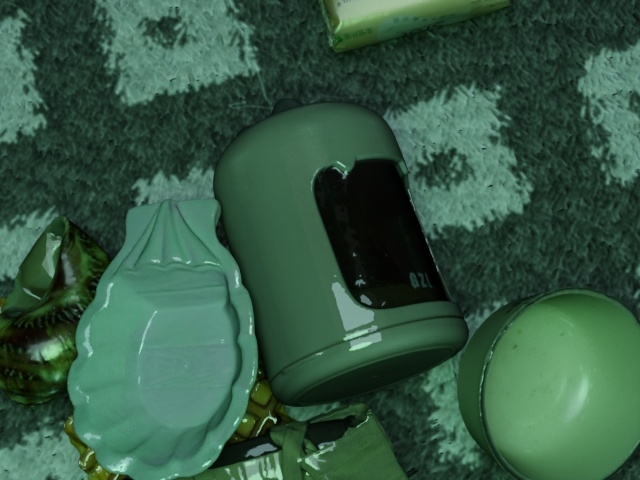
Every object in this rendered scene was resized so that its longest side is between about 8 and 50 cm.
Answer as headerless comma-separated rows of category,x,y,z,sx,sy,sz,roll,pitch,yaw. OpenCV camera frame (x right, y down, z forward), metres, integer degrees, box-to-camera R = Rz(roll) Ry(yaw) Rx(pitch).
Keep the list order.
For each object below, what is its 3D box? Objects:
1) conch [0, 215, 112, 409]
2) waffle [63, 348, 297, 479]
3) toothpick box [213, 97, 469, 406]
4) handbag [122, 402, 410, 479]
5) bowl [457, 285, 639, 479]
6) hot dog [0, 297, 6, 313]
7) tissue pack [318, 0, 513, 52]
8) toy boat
conch,-0.285,0.089,1.452,0.181,0.124,0.187,-40,34,11
waffle,-0.144,0.203,1.450,0.238,0.058,0.243,-21,73,1
toothpick box,0.000,0.000,1.418,0.229,0.229,0.316,-19,74,-2
handbag,-0.039,0.312,1.355,0.316,0.109,0.253,-18,101,0
bowl,0.226,0.146,1.388,0.212,0.112,0.211,-1,92,-24
hot dog,-0.403,0.096,1.500,0.137,0.028,0.044,-12,82,-1
tissue pack,0.095,-0.324,1.542,0.222,0.090,0.186,-16,82,-3
toy boat,-0.143,0.103,1.361,0.200,0.100,0.290,-4,71,16
